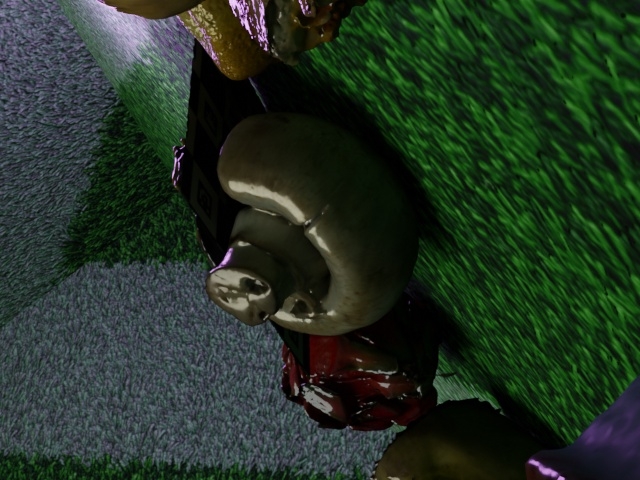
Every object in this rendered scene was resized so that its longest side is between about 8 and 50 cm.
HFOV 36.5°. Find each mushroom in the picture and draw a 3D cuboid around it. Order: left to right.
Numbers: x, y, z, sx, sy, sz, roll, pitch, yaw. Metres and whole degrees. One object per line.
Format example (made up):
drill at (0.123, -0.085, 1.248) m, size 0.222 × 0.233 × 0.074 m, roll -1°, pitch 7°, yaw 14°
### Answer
mushroom at (0.000, 0.000, 0.982) m, size 0.189 × 0.195 × 0.253 m, roll 7°, pitch 132°, yaw 31°

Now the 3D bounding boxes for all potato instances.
potato at (0.232, 0.334, 1.202) m, size 0.266 × 0.229 × 0.229 m, roll 28°, pitch 156°, yaw 49°

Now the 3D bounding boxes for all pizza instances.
pizza at (-0.007, -0.200, 0.586) m, size 0.305 × 0.086 × 0.161 m, roll 158°, pitch 96°, yaw -79°

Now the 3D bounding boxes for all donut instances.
donut at (-0.106, -0.239, 0.972) m, size 0.174 × 0.075 × 0.190 m, roll 52°, pitch 172°, yaw -4°

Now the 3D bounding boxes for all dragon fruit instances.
dragon fruit at (0.077, 0.161, 1.286) m, size 0.293 × 0.234 × 0.233 m, roll 14°, pitch 144°, yaw 53°

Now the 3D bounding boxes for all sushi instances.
sushi at (-0.105, -0.057, 1.175) m, size 0.359 × 0.064 × 0.343 m, roll 60°, pitch -159°, yaw -45°

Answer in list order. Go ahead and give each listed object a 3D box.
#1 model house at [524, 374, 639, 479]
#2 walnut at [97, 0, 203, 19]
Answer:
model house at (0.177, 0.159, 0.317) m, size 0.251 × 0.329 × 0.295 m, roll 56°, pitch 173°, yaw -5°
walnut at (-0.152, -0.271, 0.773) m, size 0.197 × 0.165 × 0.165 m, roll 45°, pitch 169°, yaw 28°
